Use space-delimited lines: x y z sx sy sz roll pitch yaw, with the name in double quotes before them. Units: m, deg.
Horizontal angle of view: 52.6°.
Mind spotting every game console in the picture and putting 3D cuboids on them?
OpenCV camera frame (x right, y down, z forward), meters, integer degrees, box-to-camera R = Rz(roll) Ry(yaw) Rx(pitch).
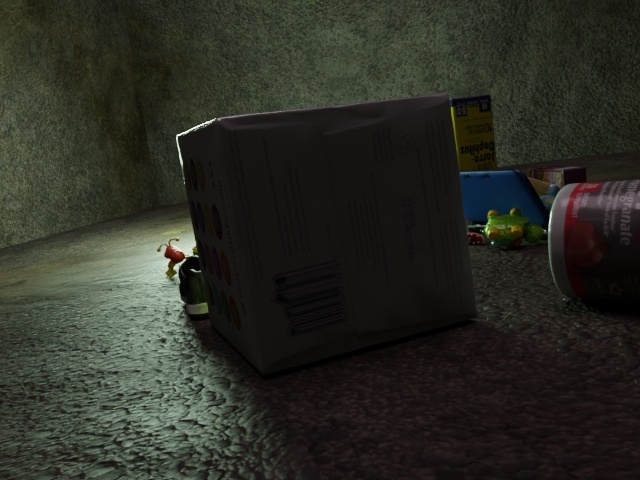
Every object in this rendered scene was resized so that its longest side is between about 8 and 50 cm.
"game console" 0.476 -0.102 1.555 0.250 0.173 0.293 -13 11 -26

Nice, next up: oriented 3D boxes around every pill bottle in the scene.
"pill bottle" 0.498 -0.001 0.892 0.318 0.176 0.176 -1 12 39

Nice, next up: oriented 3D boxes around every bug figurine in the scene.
"bug figurine" -0.273 -0.001 1.660 0.279 0.072 0.216 -34 28 -24

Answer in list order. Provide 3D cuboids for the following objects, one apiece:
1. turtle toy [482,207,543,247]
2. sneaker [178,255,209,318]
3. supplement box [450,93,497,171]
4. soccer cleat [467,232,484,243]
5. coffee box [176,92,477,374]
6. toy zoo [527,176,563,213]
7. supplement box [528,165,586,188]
"turtle toy" 0.423 -0.021 1.427 0.130 0.066 0.095 -4 35 18
"sneaker" -0.242 0.078 1.283 0.078 0.106 0.234 -9 9 -14
"supplement box" 0.448 -0.289 2.154 0.194 0.356 0.195 -15 12 -36
"soccer cleat" 0.353 -0.007 1.530 0.035 0.029 0.083 -22 11 -41
"coffee box" -0.008 -0.031 1.013 0.338 0.338 0.334 -12 9 -20
"toy zoo" 0.529 -0.115 1.617 0.192 0.030 0.293 18 -3 0
"supplement box" 0.724 -0.172 1.982 0.081 0.104 0.188 -10 10 -12
